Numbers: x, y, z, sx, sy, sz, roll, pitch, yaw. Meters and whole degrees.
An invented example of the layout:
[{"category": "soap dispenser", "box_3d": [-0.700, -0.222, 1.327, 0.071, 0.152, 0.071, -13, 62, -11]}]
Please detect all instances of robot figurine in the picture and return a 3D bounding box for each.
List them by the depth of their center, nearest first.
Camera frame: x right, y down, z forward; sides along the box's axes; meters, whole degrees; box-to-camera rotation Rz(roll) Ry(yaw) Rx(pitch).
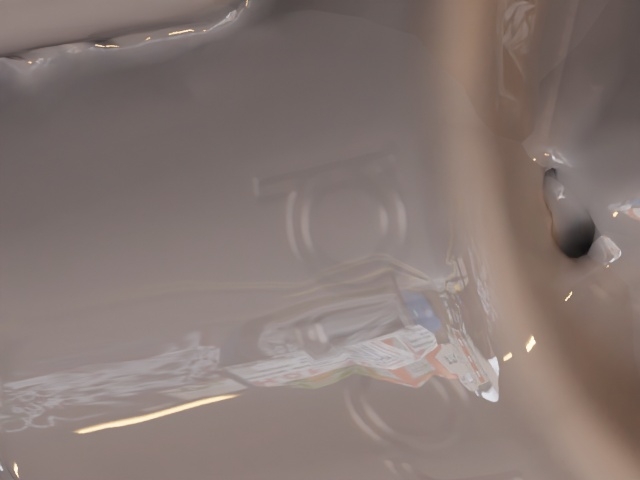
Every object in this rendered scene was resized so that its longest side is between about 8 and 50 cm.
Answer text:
[{"category": "robot figurine", "box_3d": [0.000, 0.000, 0.582, 0.353, 0.300, 0.200, -13, -138, 36]}]
